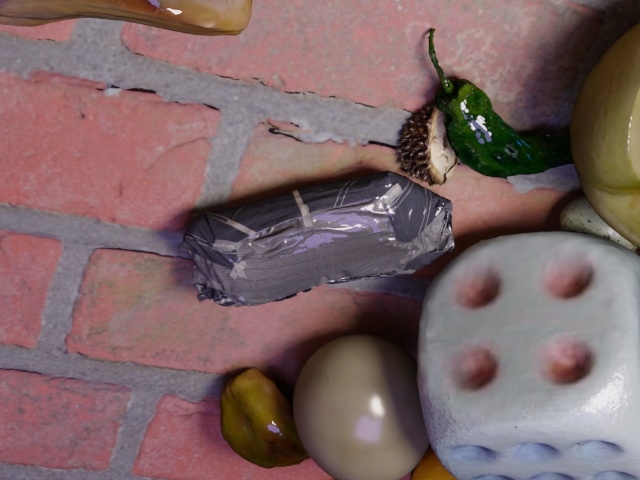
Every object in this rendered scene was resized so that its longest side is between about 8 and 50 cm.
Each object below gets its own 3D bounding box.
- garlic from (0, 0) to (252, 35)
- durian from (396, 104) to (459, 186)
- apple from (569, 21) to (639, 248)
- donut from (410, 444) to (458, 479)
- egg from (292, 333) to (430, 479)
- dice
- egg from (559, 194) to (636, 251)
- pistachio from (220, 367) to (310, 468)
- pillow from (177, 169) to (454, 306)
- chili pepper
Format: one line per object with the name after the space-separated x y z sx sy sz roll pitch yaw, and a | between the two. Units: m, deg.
-0.234 -0.244 1.120 0.339 0.151 0.196 -7 144 -2 | garlic
0.128 -0.109 1.371 0.066 0.052 0.130 -40 142 -27 | durian
0.421 -0.115 1.247 0.254 0.292 0.292 -45 137 -27 | apple
0.273 0.315 1.709 0.303 0.110 0.302 -3 131 -4 | donut
0.060 0.235 1.548 0.189 0.188 0.253 -13 141 1 | egg
0.284 0.163 1.424 0.268 0.262 0.264 -8 145 22 | dice
0.356 -0.020 1.446 0.110 0.085 0.085 6 129 -9 | egg
-0.079 0.263 1.604 0.110 0.100 0.189 -25 131 8 | pistachio
0.000 0.000 1.396 0.335 0.092 0.161 -14 137 1 | pillow
0.213 -0.132 1.336 0.279 0.065 0.122 22 101 -31 | chili pepper
